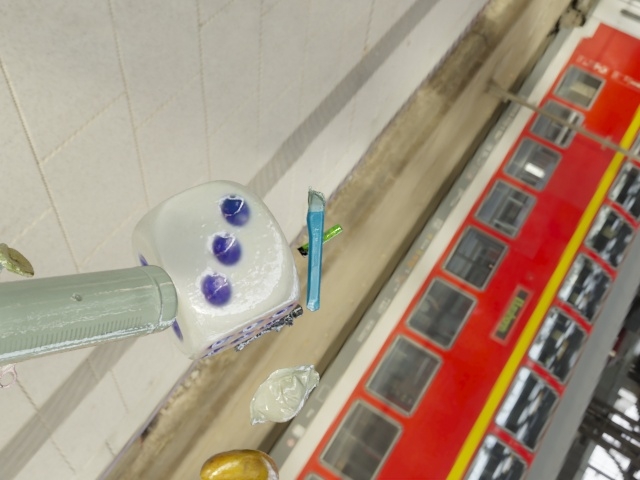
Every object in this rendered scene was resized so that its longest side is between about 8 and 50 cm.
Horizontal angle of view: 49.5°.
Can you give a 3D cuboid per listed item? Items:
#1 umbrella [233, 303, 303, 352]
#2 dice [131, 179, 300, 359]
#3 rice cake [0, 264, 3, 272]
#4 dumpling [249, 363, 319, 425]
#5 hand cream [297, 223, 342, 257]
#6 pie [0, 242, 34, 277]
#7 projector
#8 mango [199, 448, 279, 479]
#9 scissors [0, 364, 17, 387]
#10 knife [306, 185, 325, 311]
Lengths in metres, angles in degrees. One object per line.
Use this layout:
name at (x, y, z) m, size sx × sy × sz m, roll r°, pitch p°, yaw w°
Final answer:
umbrella at (-0.150, 0.223, 1.899) m, size 0.224 × 0.071 × 0.080 m, roll -22°, pitch 149°, yaw -26°
dice at (-0.227, 0.066, 1.502) m, size 0.276 × 0.304 × 0.304 m, roll -26°, pitch 170°, yaw -26°
rice cake at (-0.733, 0.183, 1.454) m, size 0.063 × 0.066 × 0.336 m, roll 11°, pitch 116°, yaw -35°
dumpling at (-0.095, 0.365, 1.681) m, size 0.181 × 0.111 × 0.155 m, roll -50°, pitch 144°, yaw -40°
hand cream at (0.000, 0.000, 1.726) m, size 0.122 × 0.023 × 0.036 m, roll -34°, pitch 126°, yaw 8°
pie at (-0.549, 0.037, 1.243) m, size 0.020 × 0.084 × 0.084 m, roll -45°, pitch 165°, yaw 0°
projector at (-0.350, 0.100, 0.927) m, size 0.337 × 0.108 × 0.108 m, roll -6°, pitch 126°, yaw -53°
mango at (-0.182, 0.557, 1.585) m, size 0.177 × 0.120 × 0.295 m, roll -23°, pitch 153°, yaw -6°
scissors at (-0.738, 0.281, 1.694) m, size 0.176 × 0.085 × 0.022 m, roll -43°, pitch -173°, yaw 2°
knife at (-0.015, 0.017, 1.587) m, size 0.026 × 0.044 × 0.297 m, roll 129°, pitch -34°, yaw -69°
